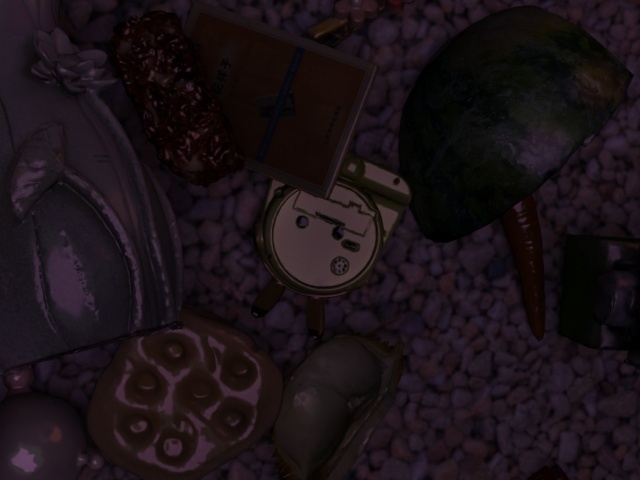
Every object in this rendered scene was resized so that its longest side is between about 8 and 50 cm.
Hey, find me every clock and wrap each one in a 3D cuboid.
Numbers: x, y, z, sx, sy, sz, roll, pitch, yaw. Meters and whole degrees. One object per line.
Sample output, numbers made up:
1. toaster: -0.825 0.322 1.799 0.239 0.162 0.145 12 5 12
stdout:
1. clock: 0.000 0.000 1.160 0.170 0.069 0.232 21 93 -9

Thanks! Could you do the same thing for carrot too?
1. carrot: 0.268 0.031 1.215 0.048 0.048 0.216 -15 104 -5

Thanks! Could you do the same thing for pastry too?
1. pastry: -0.162 -0.156 1.068 0.097 0.115 0.208 -28 86 13

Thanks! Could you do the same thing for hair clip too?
1. hair clip: 0.078 -0.297 1.145 0.214 0.056 0.062 -30 67 -2

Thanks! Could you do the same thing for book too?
1. book: -0.070 -0.168 1.115 0.242 0.018 0.170 22 94 12

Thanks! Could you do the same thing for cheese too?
1. cheese: -0.165 0.178 1.137 0.235 0.117 0.218 -9 95 -10

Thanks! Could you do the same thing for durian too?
1. durian: 0.017 0.214 1.154 0.144 0.139 0.252 40 91 -5

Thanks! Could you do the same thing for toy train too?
1. toy train: 0.453 0.073 1.135 0.307 0.249 0.173 3 93 -8

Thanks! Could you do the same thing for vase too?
1. vase: -0.304 -0.091 1.007 0.250 0.250 0.445 -16 85 -5

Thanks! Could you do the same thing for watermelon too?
1. watermelon: 0.216 -0.131 1.145 0.305 0.180 0.224 -47 56 4

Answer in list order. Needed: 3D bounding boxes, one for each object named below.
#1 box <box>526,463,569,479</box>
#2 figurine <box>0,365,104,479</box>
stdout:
1. box: 0.260 0.411 1.252 0.229 0.050 0.123 -37 101 -2
2. figurine: -0.385 0.231 1.114 0.257 0.182 0.144 10 138 -15
